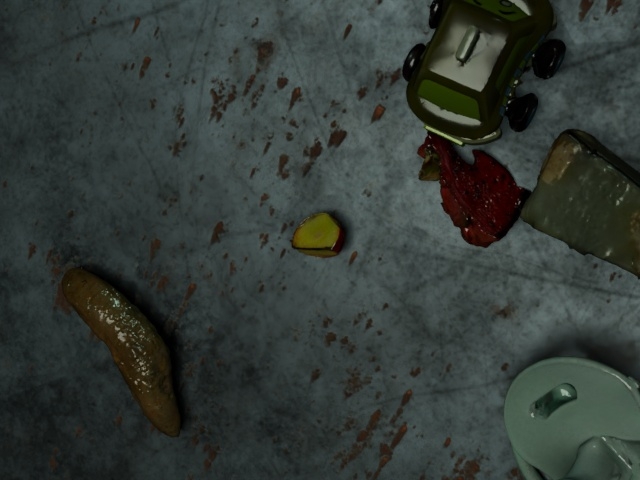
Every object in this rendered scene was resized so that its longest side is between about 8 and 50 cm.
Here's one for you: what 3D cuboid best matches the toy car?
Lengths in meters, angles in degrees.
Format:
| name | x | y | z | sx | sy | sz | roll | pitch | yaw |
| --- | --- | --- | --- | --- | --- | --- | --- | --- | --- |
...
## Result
| name | x | y | z | sx | sy | sz | roll | pitch | yaw |
| --- | --- | --- | --- | --- | --- | --- | --- | --- | --- |
| toy car | 0.218 | -0.260 | 1.443 | 0.204 | 0.198 | 0.247 | 27 | 95 | 13 |

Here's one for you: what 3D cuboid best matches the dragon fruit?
| name | x | y | z | sx | sy | sz | roll | pitch | yaw |
| --- | --- | --- | --- | --- | --- | --- | --- | --- | --- |
| dragon fruit | 0.215 | -0.084 | 1.536 | 0.122 | 0.092 | 0.192 | -35 | 87 | 20 |

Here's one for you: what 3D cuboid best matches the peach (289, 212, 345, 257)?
| name | x | y | z | sx | sy | sz | roll | pitch | yaw |
| --- | --- | --- | --- | --- | --- | --- | --- | --- | --- |
| peach | 0.000 | 0.000 | 1.642 | 0.083 | 0.050 | 0.077 | -40 | 62 | 10 |

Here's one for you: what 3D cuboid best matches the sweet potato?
| name | x | y | z | sx | sy | sz | roll | pitch | yaw |
| --- | --- | --- | --- | --- | --- | --- | --- | --- | --- |
| sweet potato | -0.314 | 0.175 | 1.757 | 0.341 | 0.092 | 0.114 | 55 | 135 | 3 |

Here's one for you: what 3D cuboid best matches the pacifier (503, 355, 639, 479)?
| name | x | y | z | sx | sy | sz | roll | pitch | yaw |
| --- | --- | --- | --- | --- | --- | --- | --- | --- | --- |
| pacifier | 0.373 | 0.339 | 1.473 | 0.343 | 0.269 | 0.288 | 48 | 134 | 9 |

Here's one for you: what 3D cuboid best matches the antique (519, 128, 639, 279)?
| name | x | y | z | sx | sy | sz | roll | pitch | yaw |
| --- | --- | --- | --- | --- | --- | --- | --- | --- | --- |
| antique | 0.426 | -0.022 | 1.418 | 0.284 | 0.125 | 0.150 | 37 | 111 | 31 |
